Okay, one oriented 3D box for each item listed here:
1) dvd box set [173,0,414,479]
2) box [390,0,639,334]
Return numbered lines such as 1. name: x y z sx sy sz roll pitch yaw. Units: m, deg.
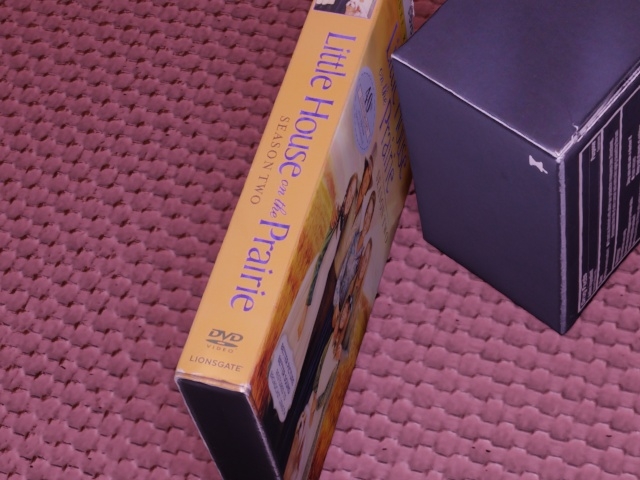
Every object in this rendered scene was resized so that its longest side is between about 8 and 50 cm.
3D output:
1. dvd box set: 0.000 0.000 1.203 0.062 0.307 0.420 11 61 14
2. box: 0.228 -0.129 1.243 0.183 0.296 0.294 34 70 26
